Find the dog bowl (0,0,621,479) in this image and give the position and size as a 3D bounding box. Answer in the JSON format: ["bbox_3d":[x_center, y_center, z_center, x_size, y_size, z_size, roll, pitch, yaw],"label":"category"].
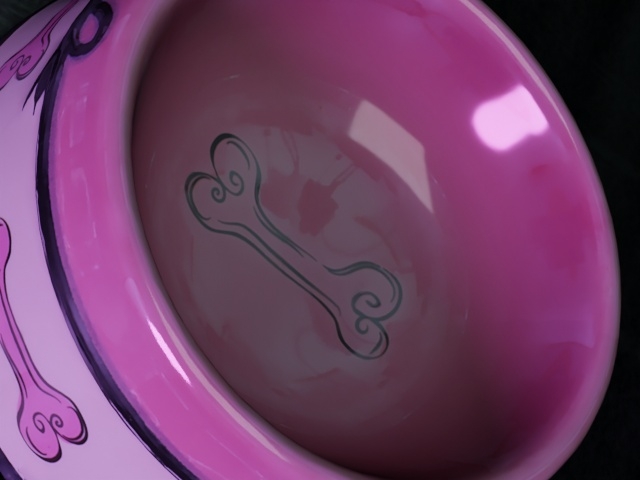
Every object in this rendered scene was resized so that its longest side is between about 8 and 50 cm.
[{"bbox_3d":[0.000,0.000,0.710,0.408,0.150,0.407,15,63,-31],"label":"dog bowl"}]
